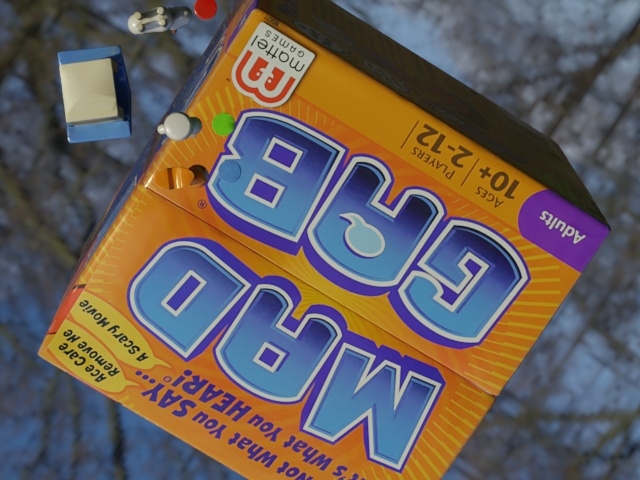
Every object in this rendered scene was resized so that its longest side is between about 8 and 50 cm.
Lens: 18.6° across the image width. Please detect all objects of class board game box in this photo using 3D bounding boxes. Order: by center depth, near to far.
[{"bbox_3d":[0.000,0.000,1.803,0.356,0.356,0.356,32,-168,-8],"label":"board game box"}]

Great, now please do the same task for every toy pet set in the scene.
[{"bbox_3d":[-0.113,-0.092,1.288,0.114,0.122,0.065,-7,180,2],"label":"toy pet set"}]
